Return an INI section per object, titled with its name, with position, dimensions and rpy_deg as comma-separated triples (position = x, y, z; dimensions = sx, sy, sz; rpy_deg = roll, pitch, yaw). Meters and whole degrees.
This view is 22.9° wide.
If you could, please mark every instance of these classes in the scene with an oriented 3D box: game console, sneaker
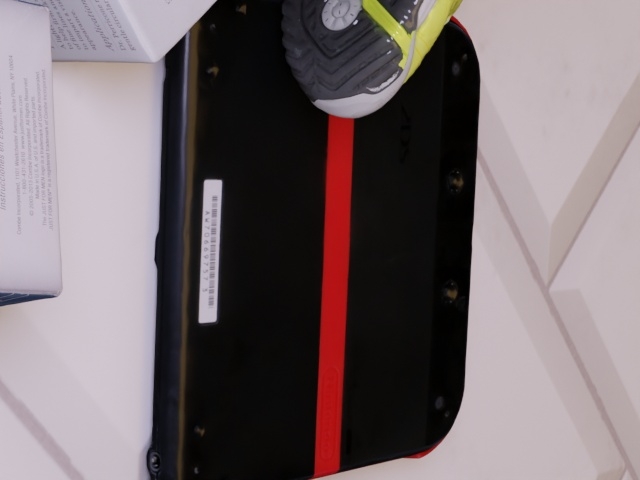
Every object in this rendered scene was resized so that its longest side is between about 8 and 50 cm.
[game console]
position = 0.000, 0.000, 1.244
dimensions = 0.342, 0.060, 0.387
rpy_deg = -3, 98, -45
[sneaker]
position = 0.086, -0.234, 1.197
dimensions = 0.147, 0.145, 0.385
rpy_deg = 54, 46, -42

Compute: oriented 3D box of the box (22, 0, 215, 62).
[box]
position = -0.130, -0.232, 0.984
dimensions = 0.182, 0.119, 0.181
rpy_deg = -53, 132, -33

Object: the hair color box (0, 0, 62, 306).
[hair color box]
position = -0.295, -0.056, 0.796
dimensions = 0.347, 0.105, 0.174
rpy_deg = 6, 77, -52
